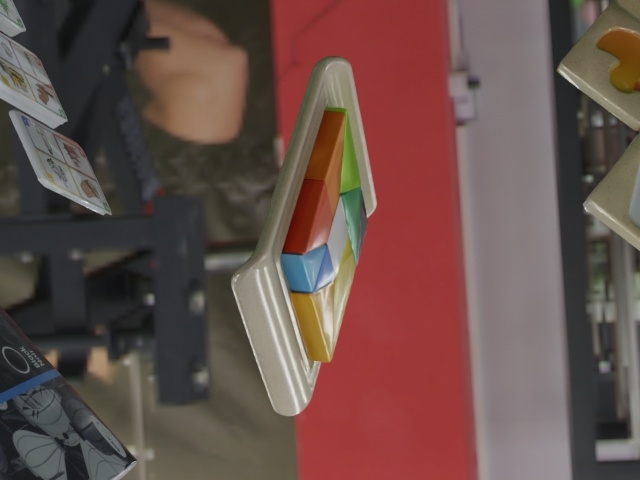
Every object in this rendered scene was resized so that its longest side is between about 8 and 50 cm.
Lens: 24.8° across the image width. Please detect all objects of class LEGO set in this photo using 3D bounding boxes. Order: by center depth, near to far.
[{"bbox_3d":[-0.211,-0.102,0.744,0.060,0.182,0.244,-31,162,10],"label":"LEGO set"}]

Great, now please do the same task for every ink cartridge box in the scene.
[{"bbox_3d":[-0.225,0.121,0.833,0.065,0.165,0.332,-42,177,12],"label":"ink cartridge box"}]

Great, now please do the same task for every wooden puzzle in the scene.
[{"bbox_3d":[0.000,0.000,1.231,0.044,0.239,0.221,10,146,17],"label":"wooden puzzle"}]

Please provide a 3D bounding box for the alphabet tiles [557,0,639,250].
[{"bbox_3d":[0.306,-0.081,0.820,0.342,0.285,0.011,-48,173,-25],"label":"alphabet tiles"}]
